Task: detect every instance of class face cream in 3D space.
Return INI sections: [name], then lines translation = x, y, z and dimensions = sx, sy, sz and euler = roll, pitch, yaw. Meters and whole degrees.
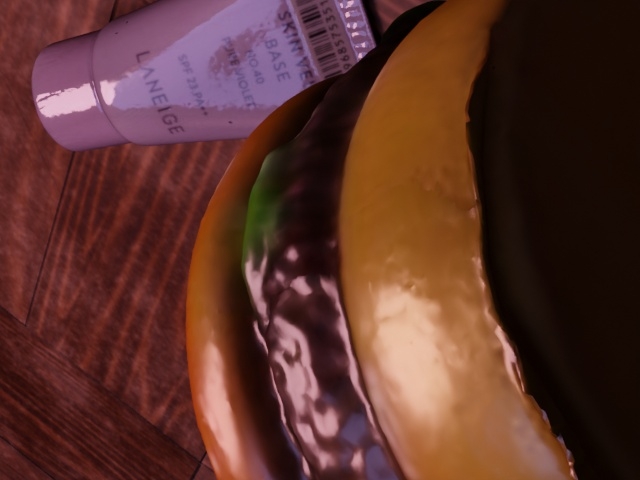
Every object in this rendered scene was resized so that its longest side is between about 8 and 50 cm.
[face cream]
translation = -0.084, -0.132, 0.855
dimensions = 0.274, 0.096, 0.154
euler = -9, 114, 25

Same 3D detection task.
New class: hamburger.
[hamburger]
translation = 0.127, 0.041, 0.635
dimensions = 0.277, 0.396, 0.395
euler = -27, 104, 47
